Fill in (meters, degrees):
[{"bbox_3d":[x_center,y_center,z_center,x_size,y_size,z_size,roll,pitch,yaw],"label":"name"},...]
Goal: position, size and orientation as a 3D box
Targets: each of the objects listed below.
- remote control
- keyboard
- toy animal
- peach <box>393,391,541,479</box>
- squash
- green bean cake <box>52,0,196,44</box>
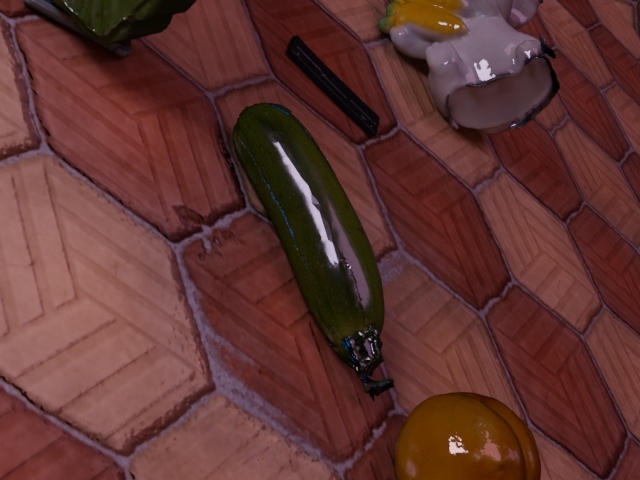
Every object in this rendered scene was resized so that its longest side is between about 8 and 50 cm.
[{"bbox_3d":[-0.234,-0.218,1.185,0.124,0.018,0.053,27,35,-38],"label":"remote control"},{"bbox_3d":[0.017,-0.192,1.534,0.155,0.010,0.053,43,29,-16],"label":"keyboard"},{"bbox_3d":[0.223,-0.301,1.799,0.247,0.183,0.310,34,28,-39],"label":"toy animal"},{"bbox_3d":[0.131,0.202,1.134,0.138,0.138,0.138,36,32,-28],"label":"peach"},{"bbox_3d":[0.000,-0.001,1.218,0.087,0.087,0.331,7,53,-53],"label":"squash"},{"bbox_3d":[-0.187,-0.330,1.132,0.248,0.222,0.125,49,25,3],"label":"green bean cake"}]
